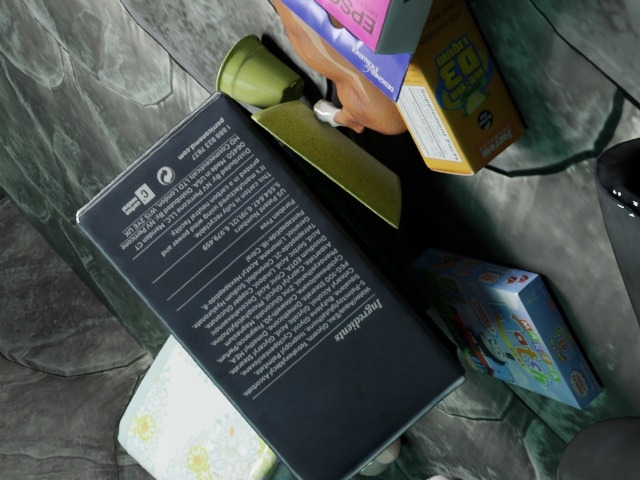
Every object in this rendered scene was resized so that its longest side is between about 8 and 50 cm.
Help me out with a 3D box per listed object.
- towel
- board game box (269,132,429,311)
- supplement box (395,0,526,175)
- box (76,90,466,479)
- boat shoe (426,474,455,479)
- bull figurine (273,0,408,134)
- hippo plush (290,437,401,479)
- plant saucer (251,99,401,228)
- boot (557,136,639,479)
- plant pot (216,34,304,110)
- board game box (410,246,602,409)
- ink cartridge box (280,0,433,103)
[{"bbox_3d":[-0.135,0.238,2.106,0.090,0.374,0.320,24,-174,-46],"label":"towel"},{"bbox_3d":[0.000,0.000,1.791,0.317,0.046,0.213,50,161,4],"label":"board game box"},{"bbox_3d":[0.092,-0.172,1.188,0.080,0.078,0.233,17,142,56],"label":"supplement box"},{"bbox_3d":[-0.044,0.056,1.525,0.395,0.212,0.293,49,-177,2],"label":"box"},{"bbox_3d":[0.179,0.434,2.110,0.084,0.095,0.258,33,153,35],"label":"boat shoe"},{"bbox_3d":[-0.001,-0.229,1.271,0.310,0.101,0.188,60,164,-16],"label":"bull figurine"},{"bbox_3d":[-0.041,0.312,2.176,0.294,0.237,0.234,41,159,31],"label":"hippo plush"},{"bbox_3d":[0.016,-0.093,1.456,0.188,0.045,0.188,37,-176,-4],"label":"plant saucer"},{"bbox_3d":[0.295,0.110,1.117,0.367,0.146,0.445,18,146,47],"label":"boot"},{"bbox_3d":[-0.063,-0.183,1.560,0.079,0.083,0.083,30,156,19],"label":"plant pot"},{"bbox_3d":[0.201,0.093,1.492,0.160,0.039,0.211,59,160,-21],"label":"board game box"},{"bbox_3d":[0.026,-0.275,1.023,0.176,0.069,0.371,44,146,21],"label":"ink cartridge box"}]
